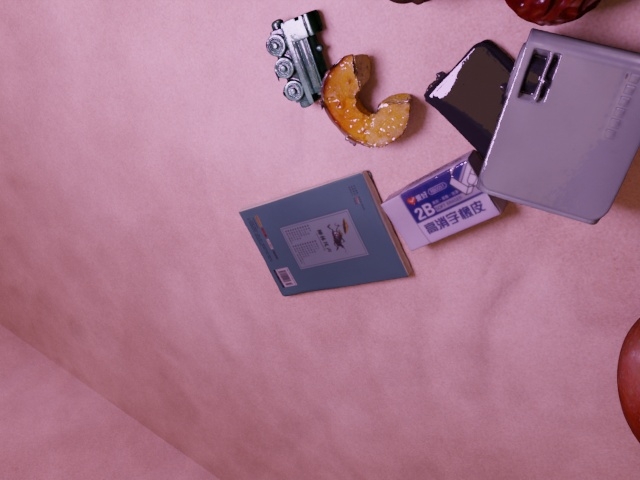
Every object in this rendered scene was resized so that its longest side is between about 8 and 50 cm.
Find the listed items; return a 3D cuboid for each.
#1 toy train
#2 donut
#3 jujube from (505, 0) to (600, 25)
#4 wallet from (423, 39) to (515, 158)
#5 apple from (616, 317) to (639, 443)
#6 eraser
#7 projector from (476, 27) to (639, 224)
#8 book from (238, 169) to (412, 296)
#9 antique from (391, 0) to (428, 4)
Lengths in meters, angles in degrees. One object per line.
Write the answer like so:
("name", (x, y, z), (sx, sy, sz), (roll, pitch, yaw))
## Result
("toy train", (-0.034, -0.345, 1.009), (0.111, 0.071, 0.171), (-10, 113, 28))
("donut", (0.084, -0.258, 0.989), (0.181, 0.078, 0.146), (37, 132, -3))
("jujube", (0.324, -0.391, 0.672), (0.155, 0.155, 0.230), (30, 163, 11))
("wallet", (0.305, -0.217, 0.900), (0.250, 0.044, 0.149), (47, 128, -2))
("apple", (0.653, 0.238, 0.823), (0.348, 0.277, 0.349), (13, 122, 22))
("eraser", (0.235, -0.072, 1.018), (0.210, 0.068, 0.125), (-27, 103, 41))
("projector", (0.372, -0.174, 0.806), (0.198, 0.108, 0.251), (18, 116, 12))
("book", (0.000, 0.000, 1.230), (0.379, 0.031, 0.264), (-12, 112, 36))
("antique", (0.112, -0.484, 0.784), (0.121, 0.143, 0.257), (-2, 115, 34))
